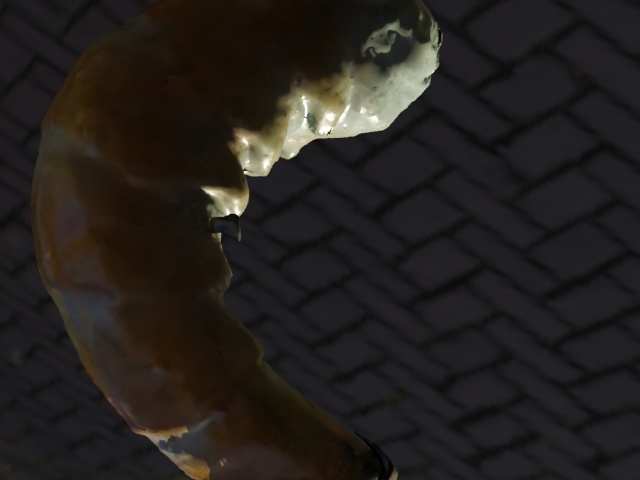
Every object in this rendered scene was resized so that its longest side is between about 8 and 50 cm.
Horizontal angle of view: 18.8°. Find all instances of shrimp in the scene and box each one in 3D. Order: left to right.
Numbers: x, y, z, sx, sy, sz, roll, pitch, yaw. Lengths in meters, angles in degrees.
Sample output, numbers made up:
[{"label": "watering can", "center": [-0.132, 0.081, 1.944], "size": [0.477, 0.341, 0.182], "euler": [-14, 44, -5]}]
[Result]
[{"label": "shrimp", "center": [0.000, 0.000, 0.553], "size": [0.166, 0.161, 0.049], "euler": [59, 147, 5]}]
